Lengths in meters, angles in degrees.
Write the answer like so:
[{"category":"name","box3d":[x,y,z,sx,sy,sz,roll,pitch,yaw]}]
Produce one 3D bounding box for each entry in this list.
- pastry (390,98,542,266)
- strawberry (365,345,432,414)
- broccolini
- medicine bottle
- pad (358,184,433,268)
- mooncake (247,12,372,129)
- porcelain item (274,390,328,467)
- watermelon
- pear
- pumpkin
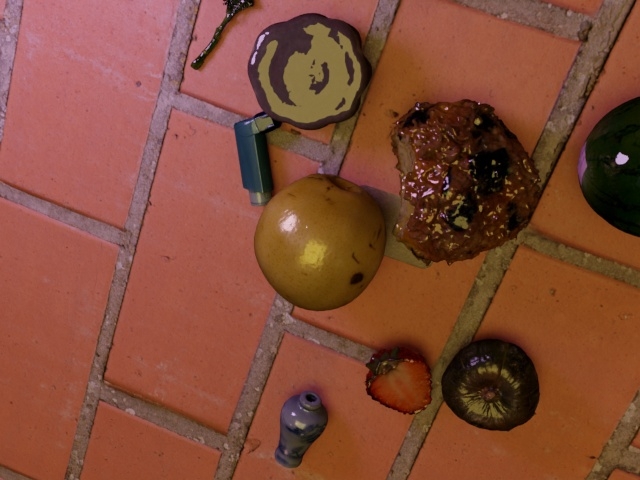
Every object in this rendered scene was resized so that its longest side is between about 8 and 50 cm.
[{"category":"pastry","box3d":[0.342,-0.141,1.613,0.337,0.292,0.405,-1,89,1]},{"category":"strawberry","box3d":[0.224,0.386,1.914,0.190,0.111,0.236,-28,122,9]},{"category":"broccolini","box3d":[-0.267,-0.551,1.757,0.254,0.057,0.071,-49,49,18]},{"category":"medicine bottle","box3d":[-0.161,-0.223,1.818,0.124,0.079,0.258,-1,107,13]},{"category":"pad","box3d":[0.198,-0.037,1.832,0.266,0.002,0.176,19,110,7]},{"category":"mooncake","box3d":[-0.021,-0.423,1.684,0.306,0.154,0.306,4,108,11]},{"category":"porcelain item","box3d":[-0.064,0.561,2.016,0.141,0.141,0.259,23,120,5]},{"category":"watermelon","box3d":[0.761,-0.163,1.485,0.363,0.363,0.363,4,108,12]},{"category":"pear","box3d":[0.000,0.000,1.709,0.348,0.348,0.348,4,108,12]},{"category":"pumpkin","box3d":[0.456,0.390,1.805,0.260,0.189,0.260,3,106,12]}]
